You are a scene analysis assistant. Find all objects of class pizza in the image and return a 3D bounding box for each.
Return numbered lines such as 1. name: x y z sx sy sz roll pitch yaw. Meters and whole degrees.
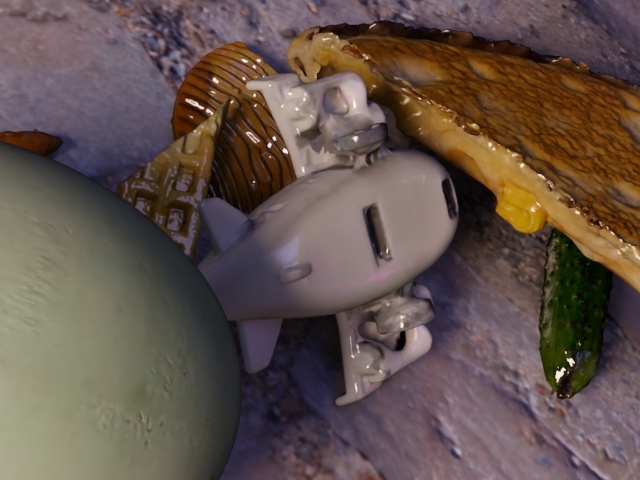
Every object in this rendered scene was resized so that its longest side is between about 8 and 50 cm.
1. pizza: 0.232 -0.104 1.039 0.435 0.080 0.392 39 35 20

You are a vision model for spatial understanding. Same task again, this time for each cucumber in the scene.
1. cucumber: 0.236 0.052 0.992 0.069 0.069 0.227 25 53 -12

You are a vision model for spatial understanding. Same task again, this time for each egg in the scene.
1. egg: -0.230 0.074 0.574 0.388 0.276 0.276 11 54 -21

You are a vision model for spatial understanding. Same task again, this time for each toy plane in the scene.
1. toy plane: 0.004 0.000 0.827 0.266 0.122 0.267 1 88 -39

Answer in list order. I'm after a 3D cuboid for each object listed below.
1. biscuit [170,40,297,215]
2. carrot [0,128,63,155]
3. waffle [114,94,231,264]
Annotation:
1. biscuit: -0.043 -0.074 0.944 0.229 0.031 0.176 49 50 9
2. carrot: -0.299 -0.055 0.774 0.256 0.061 0.061 -24 72 -42
3. waffle: -0.143 -0.054 0.851 0.125 0.032 0.191 15 64 -17
